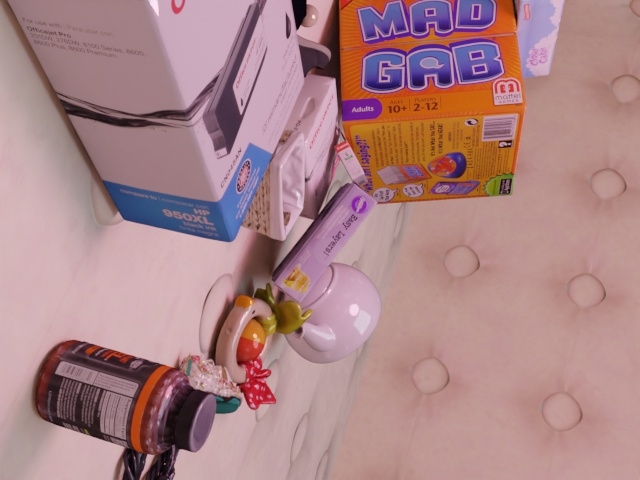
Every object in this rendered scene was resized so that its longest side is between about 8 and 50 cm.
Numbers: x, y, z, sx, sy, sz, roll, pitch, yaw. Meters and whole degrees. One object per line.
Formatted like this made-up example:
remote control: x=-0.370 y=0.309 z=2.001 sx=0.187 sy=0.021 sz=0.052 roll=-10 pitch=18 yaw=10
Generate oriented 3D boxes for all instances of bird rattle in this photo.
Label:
bird rattle: x=-0.142 y=0.200 z=1.568 sx=0.253 sy=0.143 sz=0.207 roll=-61 pitch=151 yaw=-7

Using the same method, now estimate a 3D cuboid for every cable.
cable: x=-0.263 y=0.333 z=1.300 sx=0.150 sy=0.047 sz=0.184 roll=75 pitch=34 yaw=-53

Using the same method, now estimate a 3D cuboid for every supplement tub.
supplement tub: x=-0.227 y=0.190 z=0.976 sx=0.106 sy=0.198 sz=0.106 roll=14 pitch=90 yaw=-77

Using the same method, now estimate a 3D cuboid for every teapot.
teapot: x=0.000 y=0.133 z=1.838 sx=0.252 sy=0.256 sz=0.187 roll=-49 pitch=118 yaw=-17

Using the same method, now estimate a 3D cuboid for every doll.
doll: x=-0.060 y=-0.375 z=1.288 sx=0.189 sy=0.046 sz=0.129 roll=7 pitch=99 yaw=-56

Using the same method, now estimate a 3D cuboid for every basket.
basket: x=-0.093 y=-0.102 z=1.421 sx=0.113 sy=0.103 sz=0.167 roll=-61 pitch=158 yaw=-46

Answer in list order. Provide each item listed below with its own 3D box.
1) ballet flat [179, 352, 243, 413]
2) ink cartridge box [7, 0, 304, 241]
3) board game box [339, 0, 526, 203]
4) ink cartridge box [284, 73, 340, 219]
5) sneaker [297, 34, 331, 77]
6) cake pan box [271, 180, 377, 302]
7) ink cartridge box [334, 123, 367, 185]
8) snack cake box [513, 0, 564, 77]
ballet flat: x=-0.187 y=0.249 z=1.432 sx=0.241 sy=0.091 sz=0.077 roll=72 pitch=14 yaw=-69
ink cartridge box: x=-0.156 y=-0.228 z=0.930 sx=0.395 sy=0.166 sz=0.285 roll=79 pitch=27 yaw=-57
board game box: x=0.236 y=-0.322 z=1.797 sx=0.356 sy=0.356 sz=0.356 roll=73 pitch=15 yaw=-64
ink cartridge box: x=-0.035 y=-0.180 z=1.575 sx=0.237 sy=0.100 sz=0.172 roll=82 pitch=26 yaw=-58
sneaker: x=-0.058 y=-0.301 z=1.449 sx=0.222 sy=0.083 sz=0.118 roll=-5 pitch=113 yaw=-65
cake pan box: x=0.000 y=0.000 z=1.637 sx=0.246 sy=0.070 sz=0.267 roll=-50 pitch=-175 yaw=-3
ink cartridge box: x=0.051 y=-0.163 z=1.595 sx=0.115 sy=0.029 sz=0.063 roll=62 pitch=3 yaw=14
snack cake box: x=0.442 y=-0.478 z=1.721 sx=0.264 sy=0.089 sz=0.152 roll=72 pitch=14 yaw=-65
